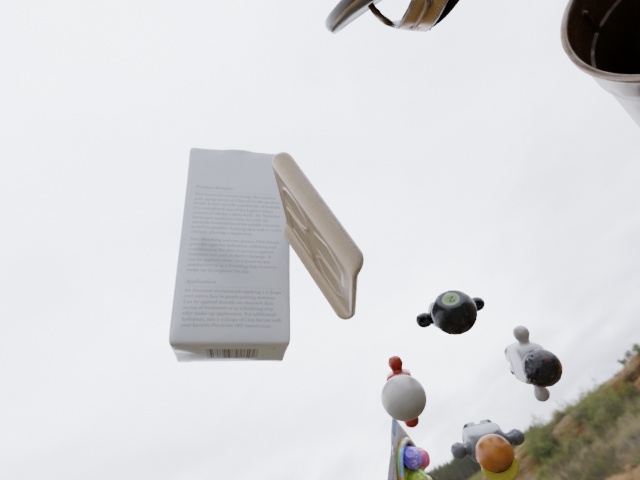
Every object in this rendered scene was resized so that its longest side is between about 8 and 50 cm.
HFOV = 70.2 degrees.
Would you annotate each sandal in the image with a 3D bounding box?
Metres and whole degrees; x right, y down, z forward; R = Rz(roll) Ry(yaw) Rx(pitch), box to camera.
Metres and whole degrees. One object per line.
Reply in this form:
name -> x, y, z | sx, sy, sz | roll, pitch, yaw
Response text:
sandal -> 0.099, -0.209, 0.371 | 0.219, 0.090, 0.060 | -10, -64, 30

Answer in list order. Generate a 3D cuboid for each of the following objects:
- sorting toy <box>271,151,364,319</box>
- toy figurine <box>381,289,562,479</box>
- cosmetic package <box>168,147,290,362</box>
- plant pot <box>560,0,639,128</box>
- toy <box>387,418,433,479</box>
sorting toy -> 0.000, 0.000, 0.634 | 0.038, 0.193, 0.208 | -29, -23, -15
toy figurine -> 0.207, 0.193, 0.638 | 0.213, 0.209, 0.148 | -57, -13, -3
cosmetic package -> -0.187, 0.027, 1.006 | 0.230, 0.453, 0.161 | 3, -27, -9
plant pot -> 0.311, -0.151, 0.361 | 0.165, 0.167, 0.167 | 29, -68, -35
toy -> 0.211, 0.499, 0.993 | 0.056, 0.137, 0.237 | -10, -48, 23
